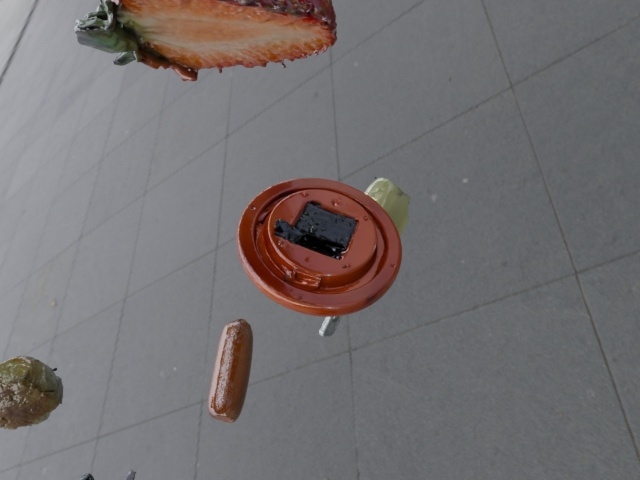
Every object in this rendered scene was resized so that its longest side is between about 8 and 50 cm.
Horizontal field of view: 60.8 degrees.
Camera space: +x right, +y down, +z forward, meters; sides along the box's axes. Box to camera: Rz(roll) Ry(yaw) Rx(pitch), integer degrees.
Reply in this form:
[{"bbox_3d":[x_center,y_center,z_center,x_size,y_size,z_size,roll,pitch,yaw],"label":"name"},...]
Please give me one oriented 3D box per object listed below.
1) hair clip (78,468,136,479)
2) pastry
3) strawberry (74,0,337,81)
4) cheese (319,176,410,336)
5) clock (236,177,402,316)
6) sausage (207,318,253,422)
[{"bbox_3d":[-0.342,0.428,0.815,0.146,0.056,0.187,-53,-20,-65],"label":"hair clip"},{"bbox_3d":[-0.566,0.288,1.021,0.153,0.153,0.081,-49,43,10],"label":"pastry"},{"bbox_3d":[-0.120,-0.253,0.571,0.286,0.188,0.106,2,83,12],"label":"strawberry"},{"bbox_3d":[0.062,0.032,0.833,0.050,0.127,0.256,28,96,26],"label":"cheese"},{"bbox_3d":[0.000,0.000,0.668,0.051,0.205,0.205,106,162,-50],"label":"clock"},{"bbox_3d":[-0.172,0.249,1.060,0.076,0.076,0.198,-14,60,39],"label":"sausage"}]
